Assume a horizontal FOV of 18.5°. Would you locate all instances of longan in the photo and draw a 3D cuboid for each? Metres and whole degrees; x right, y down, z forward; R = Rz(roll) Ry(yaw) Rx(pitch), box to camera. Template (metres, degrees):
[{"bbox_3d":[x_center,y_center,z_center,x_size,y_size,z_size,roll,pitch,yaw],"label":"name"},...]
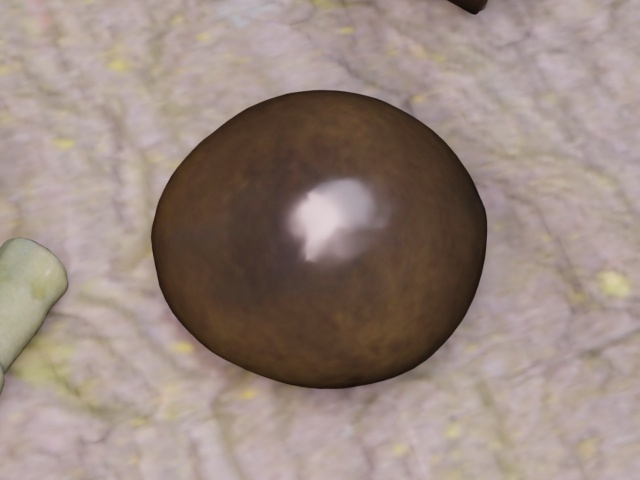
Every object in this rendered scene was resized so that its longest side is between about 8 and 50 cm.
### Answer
[{"bbox_3d":[0.000,0.000,1.101,0.187,0.167,0.167,-7,71,5],"label":"longan"}]

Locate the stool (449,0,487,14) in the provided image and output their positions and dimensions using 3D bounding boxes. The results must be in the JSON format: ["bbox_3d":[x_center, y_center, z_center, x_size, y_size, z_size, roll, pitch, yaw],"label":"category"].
[{"bbox_3d":[0.025,-0.275,1.194,0.264,0.179,0.179,28,66,-3],"label":"stool"}]

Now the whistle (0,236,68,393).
[{"bbox_3d":[-0.213,0.100,1.036,0.258,0.067,0.126,-57,134,-36],"label":"whistle"}]
